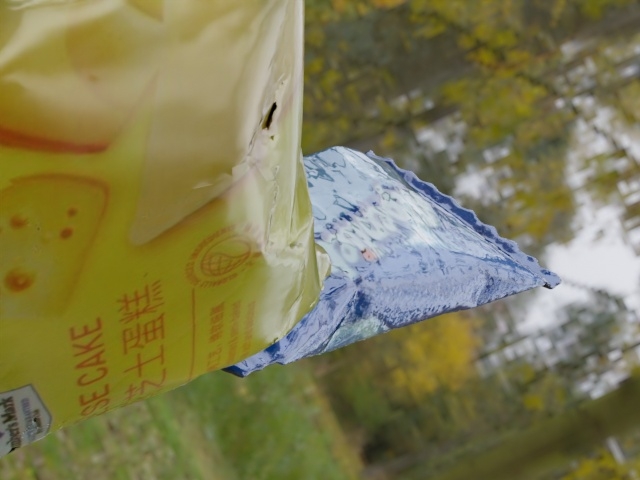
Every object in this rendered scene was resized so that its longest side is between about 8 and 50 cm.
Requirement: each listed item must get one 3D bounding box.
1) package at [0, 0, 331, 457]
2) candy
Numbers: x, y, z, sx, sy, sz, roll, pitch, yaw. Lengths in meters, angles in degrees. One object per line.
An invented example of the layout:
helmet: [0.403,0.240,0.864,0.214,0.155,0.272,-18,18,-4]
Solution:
package: [-0.067,-0.026,0.418,0.090,0.168,0.226,50,-24,37]
candy: [0.000,0.000,1.086,0.187,0.077,0.331,38,32,27]
